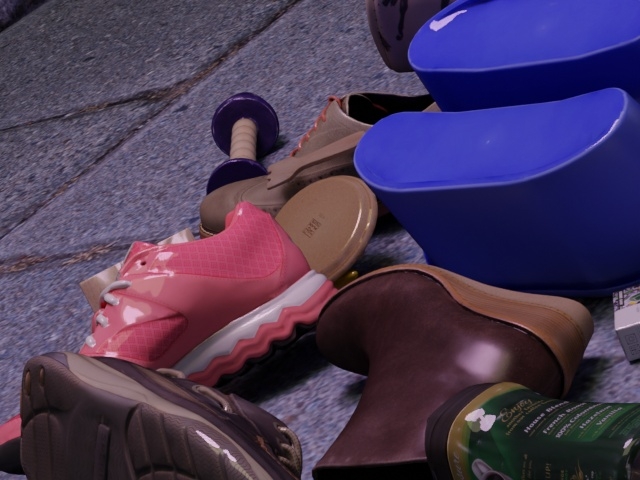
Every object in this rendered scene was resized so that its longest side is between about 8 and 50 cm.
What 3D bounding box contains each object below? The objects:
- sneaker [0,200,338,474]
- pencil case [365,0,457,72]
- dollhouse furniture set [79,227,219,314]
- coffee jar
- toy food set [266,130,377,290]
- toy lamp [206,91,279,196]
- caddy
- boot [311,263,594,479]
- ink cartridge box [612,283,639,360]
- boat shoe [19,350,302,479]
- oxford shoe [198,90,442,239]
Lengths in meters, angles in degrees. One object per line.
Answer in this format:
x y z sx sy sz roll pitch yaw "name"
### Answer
-0.143 0.076 1.481 0.314 0.136 0.116 -30 -5 -23 "sneaker"
0.250 -0.227 1.641 0.410 0.160 0.183 2 -18 11 "pencil case"
-0.115 0.078 1.649 0.144 0.123 0.151 -28 -16 -9 "dollhouse furniture set"
0.144 0.136 1.073 0.079 0.096 0.184 -33 21 -31 "coffee jar"
0.000 0.000 1.628 0.132 0.038 0.192 -20 46 31 "toy food set"
-0.083 -0.097 2.002 0.080 0.080 0.274 -22 21 9 "toy lamp"
0.195 -0.074 1.456 0.341 0.179 0.241 -2 53 48 "caddy"
0.049 0.100 1.289 0.248 0.090 0.207 -2 27 41 "boot"
0.261 0.042 1.280 0.115 0.029 0.063 -20 20 15 "ink cartridge box"
-0.070 0.152 1.219 0.130 0.132 0.355 -6 23 -36 "boat shoe"
0.023 -0.078 1.733 0.348 0.130 0.123 -14 21 27 "oxford shoe"
